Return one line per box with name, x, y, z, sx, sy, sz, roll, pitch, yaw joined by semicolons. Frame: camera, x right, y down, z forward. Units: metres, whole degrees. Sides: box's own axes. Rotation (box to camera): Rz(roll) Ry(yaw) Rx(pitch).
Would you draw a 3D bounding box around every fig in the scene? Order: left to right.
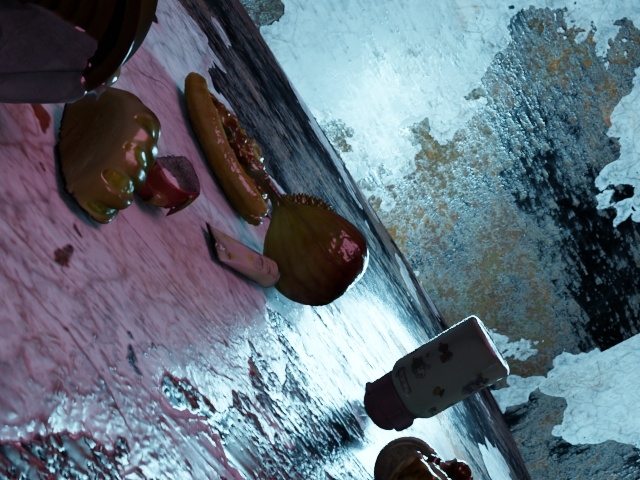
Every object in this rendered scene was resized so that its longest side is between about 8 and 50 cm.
fig;-0.043;0.002;1.122;0.230;0.143;0.160;31;16;-9

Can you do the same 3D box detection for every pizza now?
pizza;-0.137;-0.144;1.224;0.292;0.058;0.197;64;11;21

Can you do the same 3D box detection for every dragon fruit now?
dragon fruit;-0.171;-0.059;0.851;0.060;0.056;0.083;59;15;2

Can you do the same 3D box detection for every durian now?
durian;0.000;0.000;1.381;0.208;0.102;0.146;61;4;-17

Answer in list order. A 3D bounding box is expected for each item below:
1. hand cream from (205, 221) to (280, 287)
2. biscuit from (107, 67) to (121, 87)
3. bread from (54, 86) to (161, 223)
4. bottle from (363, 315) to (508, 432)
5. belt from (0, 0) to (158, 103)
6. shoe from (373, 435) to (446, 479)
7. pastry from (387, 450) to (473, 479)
hand cream;-0.102;0.023;1.016;0.143;0.039;0.061;37;27;-54
biscuit;-0.322;-0.319;0.828;0.291;0.062;0.237;48;17;-44
bread;-0.198;-0.095;0.737;0.083;0.094;0.157;43;12;-46
bottle;0.178;0.224;1.232;0.110;0.233;0.110;53;12;-16
belt;-0.257;-0.257;0.560;0.339;0.217;0.122;54;6;-14
shoe;0.184;0.415;1.093;0.316;0.124;0.159;61;4;5
pastry;0.154;0.374;0.875;0.256;0.170;0.237;49;-1;23
